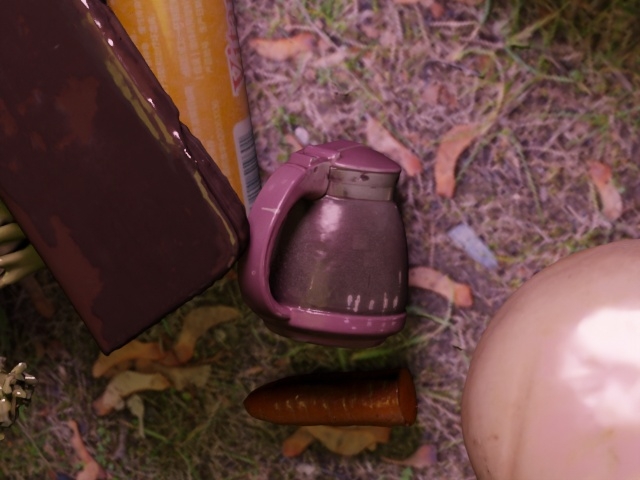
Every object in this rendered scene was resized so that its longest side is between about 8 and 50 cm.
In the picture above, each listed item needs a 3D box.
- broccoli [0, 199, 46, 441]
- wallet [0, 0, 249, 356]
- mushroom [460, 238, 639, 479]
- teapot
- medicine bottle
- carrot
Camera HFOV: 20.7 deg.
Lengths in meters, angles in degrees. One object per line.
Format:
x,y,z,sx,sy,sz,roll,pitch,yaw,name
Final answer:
-0.320,-0.004,1.351,0.249,0.302,0.375,-40,62,47,broccoli
-0.180,-0.083,1.224,0.165,0.042,0.309,-35,88,27,wallet
0.221,0.126,1.200,0.246,0.202,0.246,-6,63,11,mushroom
-0.002,-0.002,1.271,0.148,0.116,0.146,5,99,-24,teapot
-0.114,-0.199,1.256,0.108,0.108,0.426,-2,107,21,medicine bottle
0.005,0.121,1.355,0.139,0.048,0.048,-3,106,25,carrot
